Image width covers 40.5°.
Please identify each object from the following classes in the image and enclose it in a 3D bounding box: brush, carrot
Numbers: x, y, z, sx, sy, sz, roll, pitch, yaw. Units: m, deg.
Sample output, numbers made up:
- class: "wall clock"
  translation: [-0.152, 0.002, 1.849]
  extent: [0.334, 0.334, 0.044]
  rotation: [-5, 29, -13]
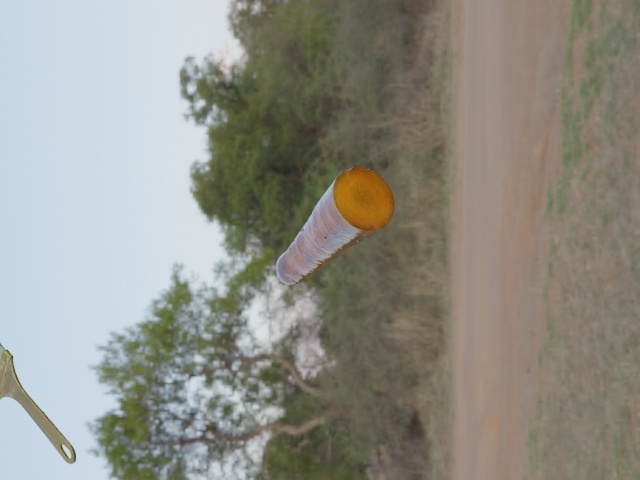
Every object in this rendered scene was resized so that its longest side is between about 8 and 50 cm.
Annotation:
- class: "brush"
  translation: [-0.368, 0.204, 1.087]
  extent: [0.011, 0.205, 0.083]
  rotation: [-21, -35, -51]
- class: "carrot"
  translation: [0.000, 0.000, 0.836]
  extent: [0.209, 0.061, 0.061]
  rotation: [136, 140, -59]
